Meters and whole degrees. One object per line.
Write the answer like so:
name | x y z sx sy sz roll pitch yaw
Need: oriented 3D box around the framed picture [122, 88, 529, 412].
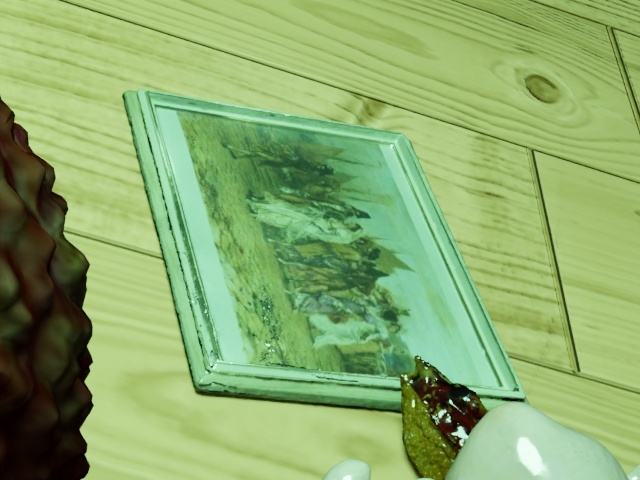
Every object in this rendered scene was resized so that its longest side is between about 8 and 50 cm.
framed picture | 0.000 0.000 0.939 0.217 0.017 0.274 7 38 -25

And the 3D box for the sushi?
sushi | 0.075 0.106 0.818 0.050 0.047 0.099 -9 48 -43

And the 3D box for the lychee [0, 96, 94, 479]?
lychee | -0.233 0.041 0.514 0.306 0.306 0.330 -10 20 -40

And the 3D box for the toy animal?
toy animal | 0.102 0.129 0.730 0.212 0.124 0.124 -17 51 -29
